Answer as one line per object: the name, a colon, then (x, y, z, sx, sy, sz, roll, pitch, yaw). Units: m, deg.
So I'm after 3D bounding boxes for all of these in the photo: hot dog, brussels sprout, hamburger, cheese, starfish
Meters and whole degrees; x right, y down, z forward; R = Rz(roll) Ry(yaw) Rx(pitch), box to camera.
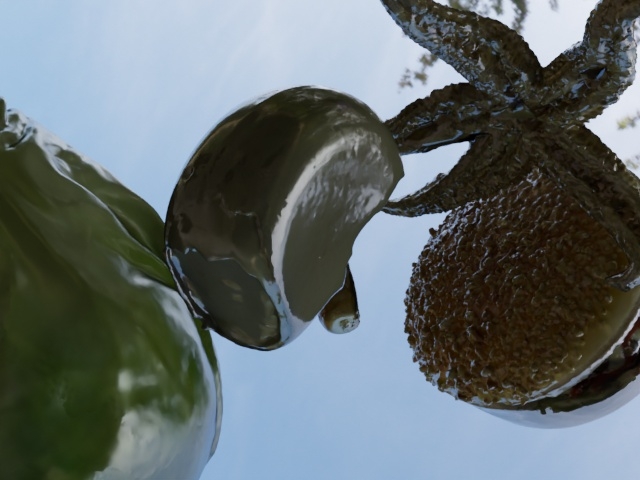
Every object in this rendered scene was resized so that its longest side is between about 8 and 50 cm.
hot dog: (0.000, 0.000, 0.872, 0.066, 0.047, 0.216, 120, -35, -51)
brussels sprout: (-0.259, 0.120, 0.738, 0.361, 0.425, 0.342, 34, -119, 6)
hamburger: (0.220, 0.046, 0.827, 0.302, 0.170, 0.302, -27, -139, 27)
cheese: (-0.017, -0.029, 0.588, 0.091, 0.175, 0.202, 22, -128, 34)
starfish: (0.164, -0.093, 0.677, 0.327, 0.094, 0.375, 37, -33, 4)
